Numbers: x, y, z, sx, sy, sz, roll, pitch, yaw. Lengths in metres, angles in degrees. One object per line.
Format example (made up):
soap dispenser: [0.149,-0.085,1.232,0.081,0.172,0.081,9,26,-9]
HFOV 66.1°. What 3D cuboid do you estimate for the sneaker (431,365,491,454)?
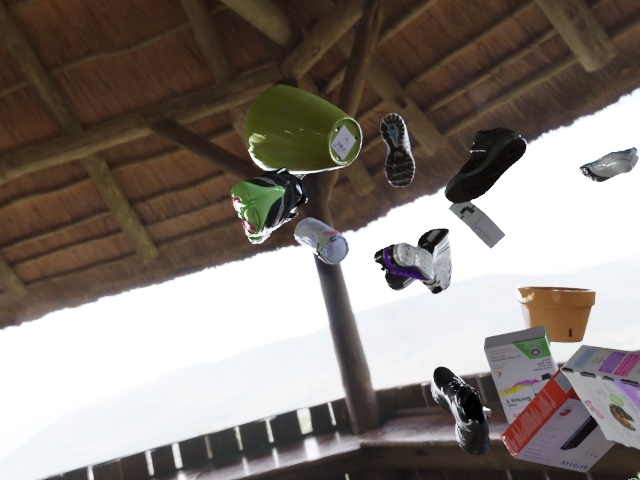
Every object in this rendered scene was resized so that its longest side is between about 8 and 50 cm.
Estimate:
sneaker: [0.396,0.443,1.373,0.108,0.130,0.286,-10,30,-10]

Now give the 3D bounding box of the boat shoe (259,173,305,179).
boat shoe: [-0.150,-0.229,1.889,0.103,0.118,0.320,-12,-17,-39]

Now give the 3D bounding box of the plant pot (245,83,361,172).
plant pot: [-0.028,-0.311,1.465,0.274,0.275,0.293,-3,19,-44]

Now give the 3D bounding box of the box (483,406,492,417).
box: [0.507,0.578,1.653,0.093,0.027,0.137,-5,-12,0]

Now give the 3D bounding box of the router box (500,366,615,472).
router box: [0.773,0.556,1.498,0.335,0.082,0.301,20,-67,-23]

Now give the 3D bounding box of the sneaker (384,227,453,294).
sneaker: [0.451,0.150,2.080,0.169,0.258,0.447,-1,27,45]

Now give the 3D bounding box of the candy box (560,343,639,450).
candy box: [0.509,0.255,0.767,0.070,0.165,0.196,-39,8,-18]

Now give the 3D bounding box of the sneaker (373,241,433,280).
sneaker: [0.293,0.080,1.759,0.146,0.102,0.293,-14,-28,36]

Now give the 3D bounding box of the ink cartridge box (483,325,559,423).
ink cartridge box: [0.689,0.450,1.643,0.201,0.279,0.117,-18,5,24]

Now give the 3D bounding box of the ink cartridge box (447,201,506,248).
ink cartridge box: [0.625,-0.076,1.972,0.153,0.208,0.087,38,-77,-27]

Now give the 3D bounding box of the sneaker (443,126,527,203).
sneaker: [0.400,-0.193,1.237,0.087,0.130,0.227,32,-63,-20]

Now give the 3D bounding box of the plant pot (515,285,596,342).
plant pot: [0.928,0.289,1.950,0.290,0.204,0.291,2,-2,0]

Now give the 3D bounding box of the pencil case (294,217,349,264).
pencil case: [0.000,0.000,1.857,0.124,0.114,0.273,-28,27,-15]

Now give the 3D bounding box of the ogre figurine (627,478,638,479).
ogre figurine: [0.881,0.697,1.313,0.196,0.097,0.118,10,16,14]

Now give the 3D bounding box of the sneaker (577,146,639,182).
sneaker: [0.963,-0.253,1.643,0.086,0.085,0.237,-48,6,-8]

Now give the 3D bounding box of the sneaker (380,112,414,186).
sneaker: [0.170,-0.194,1.045,0.063,0.162,0.073,-1,25,20]

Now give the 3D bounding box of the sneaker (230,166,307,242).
sneaker: [-0.139,-0.101,1.415,0.202,0.186,0.483,-22,7,-7]
